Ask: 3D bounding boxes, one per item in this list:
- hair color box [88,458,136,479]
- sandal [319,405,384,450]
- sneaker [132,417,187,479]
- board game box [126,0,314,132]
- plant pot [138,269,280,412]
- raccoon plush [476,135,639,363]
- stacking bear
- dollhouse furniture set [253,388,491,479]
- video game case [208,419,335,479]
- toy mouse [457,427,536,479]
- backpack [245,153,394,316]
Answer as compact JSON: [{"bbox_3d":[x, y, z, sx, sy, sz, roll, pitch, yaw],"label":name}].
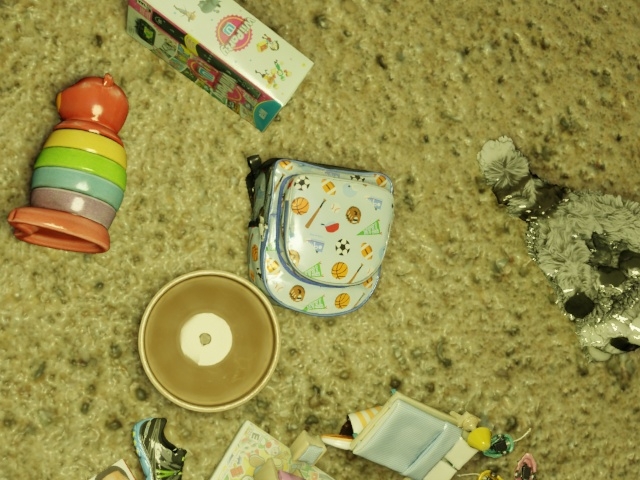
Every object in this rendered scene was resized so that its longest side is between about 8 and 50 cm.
[{"bbox_3d":[-0.323,0.445,1.649,0.072,0.043,0.141,-32,75,-14],"label":"hair color box"},{"bbox_3d":[0.118,0.331,1.749,0.265,0.102,0.076,4,84,-20],"label":"sandal"},{"bbox_3d":[-0.258,0.389,1.675,0.078,0.067,0.188,-21,87,-7],"label":"sneaker"},{"bbox_3d":[-0.176,-0.328,1.667,0.303,0.224,0.097,36,79,-7],"label":"board game box"},{"bbox_3d":[-0.192,0.170,1.684,0.238,0.110,0.237,1,84,-12],"label":"plant pot"},{"bbox_3d":[0.483,0.017,1.842,0.216,0.299,0.446,-26,59,2],"label":"raccoon plush"},{"bbox_3d":[-0.399,-0.137,1.646,0.164,0.175,0.288,13,76,-9],"label":"stacking bear"},{"bbox_3d":[0.109,0.389,1.587,0.286,0.198,0.303,30,108,-32],"label":"dollhouse furniture set"},{"bbox_3d":[-0.101,0.458,1.690,0.206,0.026,0.227,36,61,-7],"label":"video game case"},{"bbox_3d":[0.346,0.406,1.819,0.161,0.031,0.143,31,81,-8],"label":"toy mouse"},{"bbox_3d":[0.000,0.000,1.698,0.277,0.213,0.263,8,95,-14],"label":"backpack"}]
